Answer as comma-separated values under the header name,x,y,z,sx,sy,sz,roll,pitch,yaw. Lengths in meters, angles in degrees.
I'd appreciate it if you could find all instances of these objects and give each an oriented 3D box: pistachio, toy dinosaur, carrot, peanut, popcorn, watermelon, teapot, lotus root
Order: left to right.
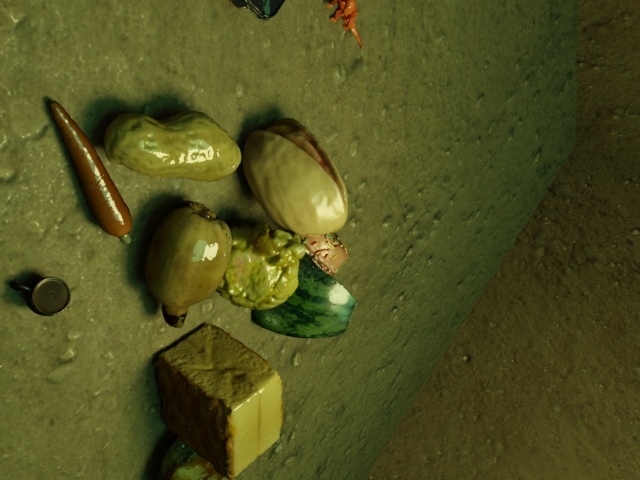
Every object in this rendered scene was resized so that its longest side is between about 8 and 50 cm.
name,x,y,z,sx,sy,sz,roll,pitch,yaw
teapot,-0.540,0.107,1.201,0.121,0.068,0.076,28,63,-37
carrot,-0.438,-0.123,1.197,0.069,0.069,0.335,-41,134,-31
peanut,-0.293,-0.199,1.275,0.319,0.148,0.147,2,110,-50
lotus root,-0.308,0.066,1.408,0.183,0.183,0.309,-4,121,-53
popcorn,-0.154,0.053,1.558,0.212,0.259,0.259,-98,-158,-72
pistachio,-0.052,-0.148,1.529,0.230,0.230,0.308,-35,97,-37
watermelon,-0.020,0.123,1.825,0.292,0.283,0.250,-64,174,-52
toy dinosaur,0.056,-0.606,1.557,0.101,0.055,0.279,-58,146,-26

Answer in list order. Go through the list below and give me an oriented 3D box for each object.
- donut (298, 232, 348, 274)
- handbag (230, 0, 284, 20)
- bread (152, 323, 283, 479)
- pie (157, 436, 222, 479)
name,x,y,z,sx,sy,sz,roll,pitch,yaw
donut,0.000,0.000,1.701,0.085,0.233,0.199,-38,109,7
handbag,-0.138,-0.636,1.208,0.269,0.118,0.326,-53,147,-5
bread,-0.256,0.407,1.596,0.207,0.279,0.278,-29,133,-42
pie,-0.331,0.627,1.770,0.355,0.103,0.288,-34,146,-29
